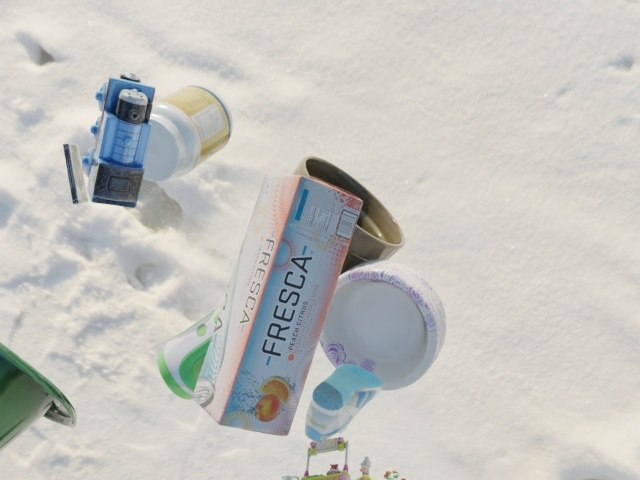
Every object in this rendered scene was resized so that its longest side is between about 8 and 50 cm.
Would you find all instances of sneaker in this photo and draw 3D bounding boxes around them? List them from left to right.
[{"bbox_3d":[0.042,0.306,1.235,0.087,0.229,0.092,28,110,27],"label":"sneaker"}]

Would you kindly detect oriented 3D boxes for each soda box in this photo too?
[{"bbox_3d":[-0.033,0.044,0.477,0.058,0.063,0.183,20,86,-30],"label":"soda box"}]

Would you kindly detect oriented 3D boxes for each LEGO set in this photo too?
[{"bbox_3d":[0.067,0.450,1.235,0.287,0.132,0.107,2,40,4],"label":"LEGO set"}]

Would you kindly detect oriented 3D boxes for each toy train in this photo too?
[{"bbox_3d":[-0.278,-0.138,0.900,0.080,0.105,0.184,7,113,-31],"label":"toy train"}]

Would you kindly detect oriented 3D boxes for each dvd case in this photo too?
[{"bbox_3d":[-0.492,-0.134,1.299,0.013,0.087,0.119,-7,96,-7],"label":"dvd case"}]

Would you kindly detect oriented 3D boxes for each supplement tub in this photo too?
[{"bbox_3d":[-0.270,-0.204,1.227,0.144,0.144,0.199,25,34,8],"label":"supplement tub"}]

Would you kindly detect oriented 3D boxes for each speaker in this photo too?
[{"bbox_3d":[-0.145,0.165,1.156,0.296,0.131,0.131,-35,75,12],"label":"speaker"}]

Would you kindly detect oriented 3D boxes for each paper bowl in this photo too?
[{"bbox_3d":[0.144,0.183,1.462,0.284,0.148,0.284,6,105,23],"label":"paper bowl"}]

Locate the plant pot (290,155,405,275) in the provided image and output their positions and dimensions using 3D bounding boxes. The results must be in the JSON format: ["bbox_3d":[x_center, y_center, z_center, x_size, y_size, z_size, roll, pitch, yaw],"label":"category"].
[{"bbox_3d":[0.000,0.000,1.594,0.323,0.323,0.280,45,110,13],"label":"plant pot"}]

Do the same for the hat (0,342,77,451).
[{"bbox_3d":[-0.260,0.134,0.364,0.209,0.173,0.183,18,58,23],"label":"hat"}]
